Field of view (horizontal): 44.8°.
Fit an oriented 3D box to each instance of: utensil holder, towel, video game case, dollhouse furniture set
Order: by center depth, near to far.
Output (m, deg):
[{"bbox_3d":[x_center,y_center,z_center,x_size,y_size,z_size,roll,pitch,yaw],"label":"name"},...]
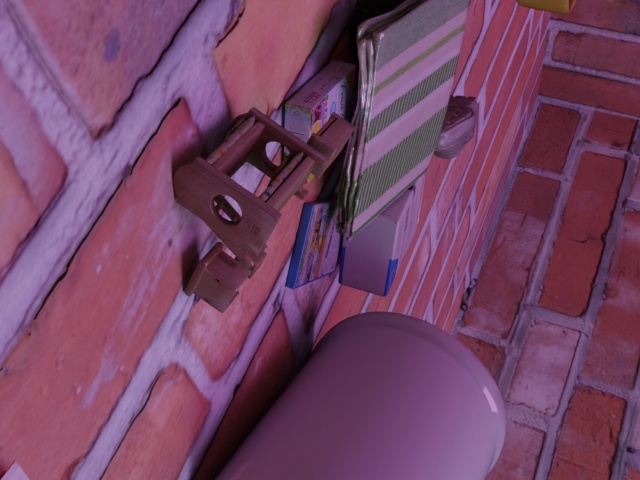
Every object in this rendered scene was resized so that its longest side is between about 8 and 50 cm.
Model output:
[{"bbox_3d":[-0.073,-0.048,0.791,0.161,0.101,0.182,-56,178,43],"label":"dollhouse furniture set"},{"bbox_3d":[0.110,-0.180,1.051,0.248,0.038,0.325,-40,149,-37],"label":"towel"},{"bbox_3d":[0.051,0.329,1.068,0.385,0.327,0.327,-43,145,-55],"label":"utensil holder"},{"bbox_3d":[0.000,0.000,1.116,0.166,0.015,0.119,-17,122,-69],"label":"video game case"}]

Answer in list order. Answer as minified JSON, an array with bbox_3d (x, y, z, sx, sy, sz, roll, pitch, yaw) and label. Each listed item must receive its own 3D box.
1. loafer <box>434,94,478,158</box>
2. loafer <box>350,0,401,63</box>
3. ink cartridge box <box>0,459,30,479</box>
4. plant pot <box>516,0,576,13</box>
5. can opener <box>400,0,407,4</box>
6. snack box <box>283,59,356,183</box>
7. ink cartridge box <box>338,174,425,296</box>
[{"bbox_3d":[0.253,-0.212,1.525,0.319,0.112,0.111,-39,133,-61],"label":"loafer"},{"bbox_3d":[0.085,-0.264,1.054,0.223,0.076,0.078,74,22,-56],"label":"loafer"},{"bbox_3d":[-0.237,0.212,0.579,0.115,0.029,0.063,85,28,-47],"label":"ink cartridge box"},{"bbox_3d":[0.297,-0.497,1.194,0.254,0.239,0.254,17,90,-72],"label":"plant pot"},{"bbox_3d":[0.136,-0.255,1.187,0.074,0.093,0.280,-55,150,-42],"label":"can opener"},{"bbox_3d":[0.000,-0.147,0.948,0.141,0.037,0.100,-53,155,-49],"label":"snack box"},{"bbox_3d":[0.103,-0.032,1.255,0.203,0.086,0.148,-59,159,-52],"label":"ink cartridge box"}]
